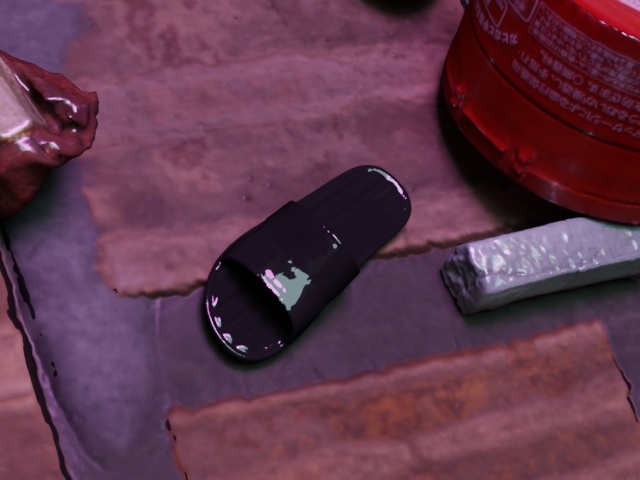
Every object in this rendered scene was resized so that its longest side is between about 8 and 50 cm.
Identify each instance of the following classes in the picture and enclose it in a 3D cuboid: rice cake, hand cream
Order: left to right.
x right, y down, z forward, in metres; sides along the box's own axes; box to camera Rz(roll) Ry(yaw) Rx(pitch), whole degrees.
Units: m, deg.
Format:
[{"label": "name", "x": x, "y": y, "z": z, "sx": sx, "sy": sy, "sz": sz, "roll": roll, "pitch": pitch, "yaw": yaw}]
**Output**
[{"label": "hand cream", "x": 0.178, "y": -0.117, "z": 0.776, "sx": 0.193, "sy": 0.125, "sz": 0.193, "roll": 11, "pitch": 46, "yaw": -11}, {"label": "rice cake", "x": 0.187, "y": 0.002, "z": 0.786, "sx": 0.245, "sy": 0.045, "sz": 0.042, "roll": -9, "pitch": 66, "yaw": -27}]

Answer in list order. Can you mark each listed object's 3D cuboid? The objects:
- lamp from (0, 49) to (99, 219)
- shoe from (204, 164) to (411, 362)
[{"label": "lamp", "x": -0.229, "y": -0.100, "z": 0.604, "sx": 0.223, "sy": 0.151, "sz": 0.215, "roll": -27, "pitch": 80, "yaw": -34}, {"label": "shoe", "x": 0.000, "y": 0.000, "z": 0.706, "sx": 0.062, "sy": 0.053, "sz": 0.159, "roll": 48, "pitch": 53, "yaw": 3}]
